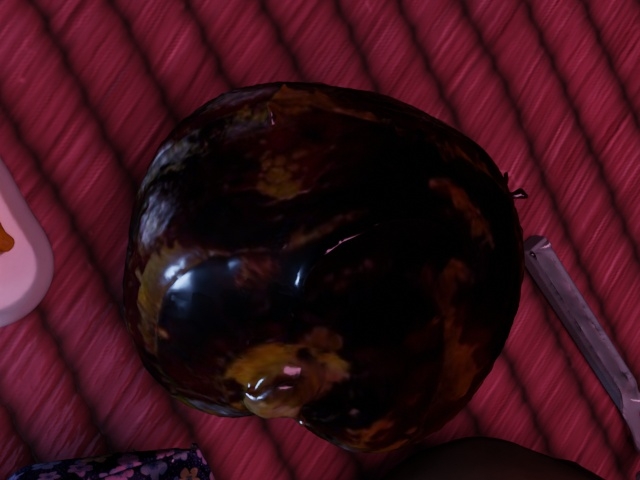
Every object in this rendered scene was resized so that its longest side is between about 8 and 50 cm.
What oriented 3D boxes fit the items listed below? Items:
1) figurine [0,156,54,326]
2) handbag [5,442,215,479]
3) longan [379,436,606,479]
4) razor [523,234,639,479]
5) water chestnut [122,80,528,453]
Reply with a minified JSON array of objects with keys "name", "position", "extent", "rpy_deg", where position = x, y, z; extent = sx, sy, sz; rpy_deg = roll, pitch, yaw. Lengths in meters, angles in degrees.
[{"name":"figurine","position":[-0.311,-0.023,0.891],"extent":[0.250,0.141,0.166],"rpy_deg":[33,80,-19]},{"name":"handbag","position":[-0.209,0.237,0.905],"extent":[0.229,0.208,0.126],"rpy_deg":[-14,84,-36]},{"name":"longan","position":[0.170,0.329,1.024],"extent":[0.350,0.288,0.288],"rpy_deg":[15,87,-26]},{"name":"razor","position":[0.289,0.112,1.174],"extent":[0.111,0.056,0.278],"rpy_deg":[-39,98,-16]},{"name":"water chestnut","position":[0.000,0.000,0.954],"extent":[0.335,0.347,0.335],"rpy_deg":[-7,131,-8]}]
